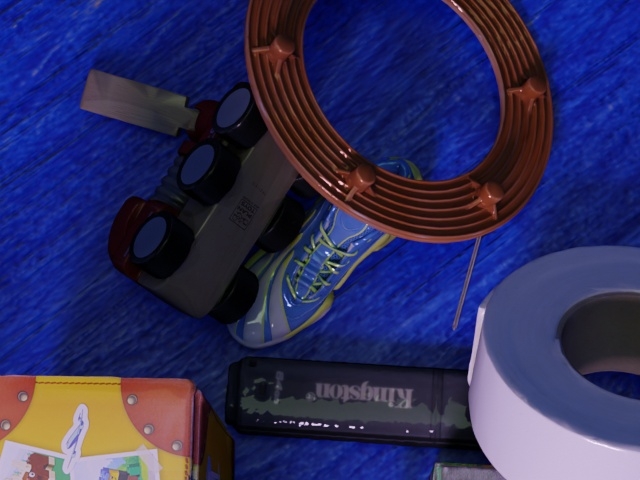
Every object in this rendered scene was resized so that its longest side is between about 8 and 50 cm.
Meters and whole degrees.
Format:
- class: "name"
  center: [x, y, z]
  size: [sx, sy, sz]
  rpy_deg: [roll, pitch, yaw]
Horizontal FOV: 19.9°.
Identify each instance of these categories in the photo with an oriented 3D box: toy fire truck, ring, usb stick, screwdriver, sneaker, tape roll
- class: "toy fire truck"
  center: [-0.140, -0.063, 1.737]
  size: [0.158, 0.246, 0.217]
  rpy_deg: [36, 82, -33]
- class: "ring"
  center: [0.084, -0.158, 1.707]
  size: [0.336, 0.032, 0.336]
  rpy_deg: [12, 62, -25]
- class: "usb stick"
  center: [0.050, 0.153, 1.717]
  size: [0.278, 0.045, 0.077]
  rpy_deg: [4, 78, 3]
- class: "screwdriver"
  center: [0.151, 0.005, 1.765]
  size: [0.024, 0.025, 0.170]
  rpy_deg: [15, 87, 4]
- class: "sneaker"
  center: [0.000, 0.000, 1.710]
  size: [0.091, 0.126, 0.240]
  rpy_deg: [43, 81, 10]
- class: "tape roll"
  center: [0.275, 0.126, 1.611]
  size: [0.286, 0.100, 0.286]
  rpy_deg: [3, 38, -2]

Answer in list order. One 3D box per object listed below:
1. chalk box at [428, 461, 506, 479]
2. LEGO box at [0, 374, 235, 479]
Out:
- class: "chalk box"
  center: [0.156, 0.272, 1.646]
  size: [0.213, 0.132, 0.132]
  rpy_deg: [3, 79, 3]
- class: "LEGO box"
  center: [-0.183, 0.385, 1.505]
  size: [0.193, 0.372, 0.500]
  rpy_deg: [1, 77, 2]
